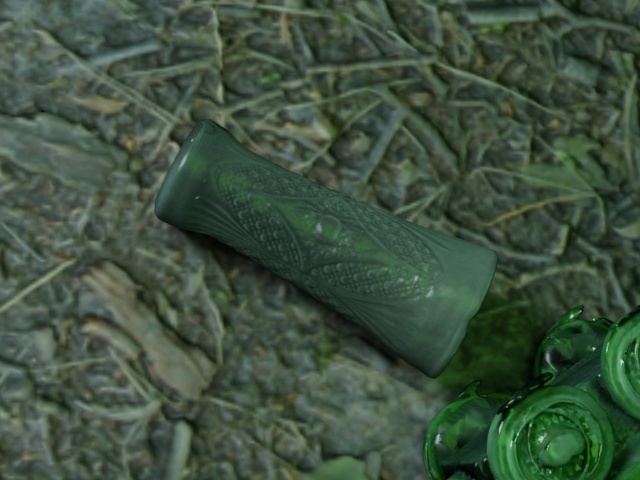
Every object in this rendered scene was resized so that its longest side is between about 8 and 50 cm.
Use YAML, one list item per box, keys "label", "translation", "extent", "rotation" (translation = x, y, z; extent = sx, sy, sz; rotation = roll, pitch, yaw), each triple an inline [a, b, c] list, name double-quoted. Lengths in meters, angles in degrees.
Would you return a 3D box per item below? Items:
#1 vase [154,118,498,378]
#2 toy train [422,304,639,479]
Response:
- label: "vase"
  translation: [0.000, 0.000, 1.046]
  extent: [0.219, 0.096, 0.096]
  rotation: [28, 68, -2]
- label: "toy train"
  translation: [0.191, 0.151, 1.033]
  extent: [0.243, 0.132, 0.188]
  rotation: [-32, 92, -22]
